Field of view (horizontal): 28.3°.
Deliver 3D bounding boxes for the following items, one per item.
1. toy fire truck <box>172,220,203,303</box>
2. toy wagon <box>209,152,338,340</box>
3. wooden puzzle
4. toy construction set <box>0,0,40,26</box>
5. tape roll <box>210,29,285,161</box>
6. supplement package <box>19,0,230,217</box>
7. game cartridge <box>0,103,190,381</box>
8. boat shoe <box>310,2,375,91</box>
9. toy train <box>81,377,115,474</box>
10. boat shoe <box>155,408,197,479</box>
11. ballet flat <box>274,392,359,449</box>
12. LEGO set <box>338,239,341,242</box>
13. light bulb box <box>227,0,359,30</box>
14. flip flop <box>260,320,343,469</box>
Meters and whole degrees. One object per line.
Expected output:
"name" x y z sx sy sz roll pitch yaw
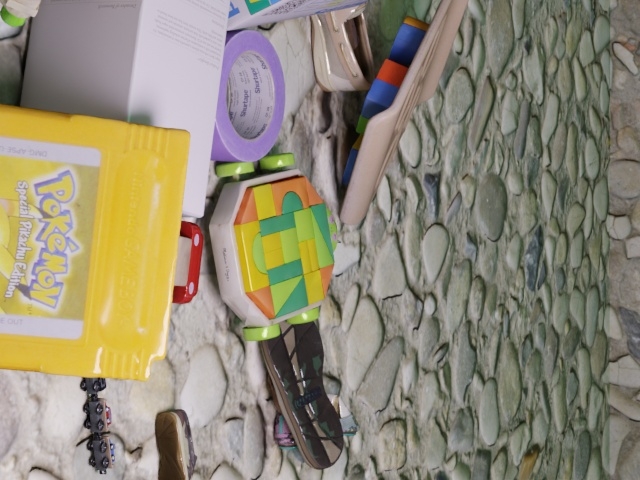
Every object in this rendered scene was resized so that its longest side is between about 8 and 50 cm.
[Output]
"toy fire truck" -0.240 0.041 1.565 0.246 0.217 0.158 16 79 -74
"toy wagon" -0.053 -0.001 1.963 0.344 0.068 0.267 -17 100 -58
"wooden puzzle" 0.125 -0.237 2.165 0.348 0.080 0.322 -59 171 -32
"toy construction set" -0.336 -0.379 1.399 0.215 0.151 0.328 19 66 -23
"tape roll" -0.132 -0.208 1.828 0.189 0.080 0.189 -15 108 -58
"supplement package" -0.242 -0.186 1.546 0.177 0.175 0.293 16 79 -60
"game cartridge" -0.315 -0.001 1.369 0.052 0.323 0.285 175 -79 -76
"boat shoe" 0.034 -0.389 2.067 0.109 0.098 0.302 -37 125 -52
"toy train" -0.291 0.231 1.669 0.036 0.027 0.158 -35 123 -66
"boat shoe" -0.199 0.315 1.807 0.049 0.056 0.152 -16 108 -53
"ballet flat" -0.001 0.299 2.132 0.221 0.077 0.079 1 89 -56
"LEGO set" 0.000 -0.003 2.144 0.083 0.023 0.054 34 62 -42
"light bulb box" 0.059 -0.474 1.768 0.358 0.361 0.225 -23 94 -51
"flip flop" -0.040 0.233 2.033 0.112 0.080 0.277 -21 95 -38
